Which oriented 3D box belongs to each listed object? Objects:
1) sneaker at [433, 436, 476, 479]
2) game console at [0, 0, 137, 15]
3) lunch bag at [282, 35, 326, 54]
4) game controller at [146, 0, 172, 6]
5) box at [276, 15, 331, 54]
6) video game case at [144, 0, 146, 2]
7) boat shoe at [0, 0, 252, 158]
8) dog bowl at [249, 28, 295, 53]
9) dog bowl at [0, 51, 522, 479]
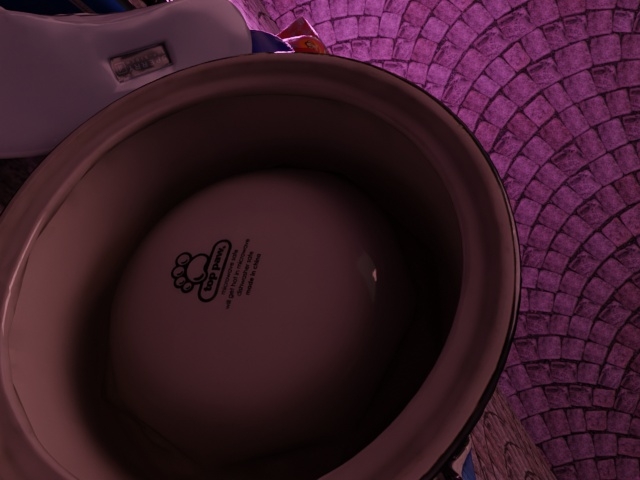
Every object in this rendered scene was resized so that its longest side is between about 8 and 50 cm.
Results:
[{"bbox_3d":[0.244,0.488,1.032,0.330,0.130,0.147,-26,98,-72],"label":"sneaker"},{"bbox_3d":[-0.341,-0.333,0.692,0.293,0.250,0.173,33,56,-57],"label":"game console"},{"bbox_3d":[-0.093,-0.283,1.189,0.120,0.258,0.293,-91,168,-51],"label":"lunch bag"},{"bbox_3d":[-0.310,-0.480,1.257,0.319,0.067,0.166,-74,154,-69],"label":"game controller"},{"bbox_3d":[-0.105,-0.535,1.644,0.122,0.257,0.128,60,15,14],"label":"box"},{"bbox_3d":[-0.466,-0.667,1.194,0.275,0.035,0.248,30,32,-61],"label":"video game case"},{"bbox_3d":[-0.260,-0.181,0.570,0.367,0.157,0.135,-32,116,-34],"label":"boat shoe"},{"bbox_3d":[-0.131,-0.212,0.908,0.265,0.265,0.104,33,27,-58],"label":"dog bowl"},{"bbox_3d":[-0.059,0.043,0.443,0.150,0.408,0.407,67,0,-59],"label":"dog bowl"}]
